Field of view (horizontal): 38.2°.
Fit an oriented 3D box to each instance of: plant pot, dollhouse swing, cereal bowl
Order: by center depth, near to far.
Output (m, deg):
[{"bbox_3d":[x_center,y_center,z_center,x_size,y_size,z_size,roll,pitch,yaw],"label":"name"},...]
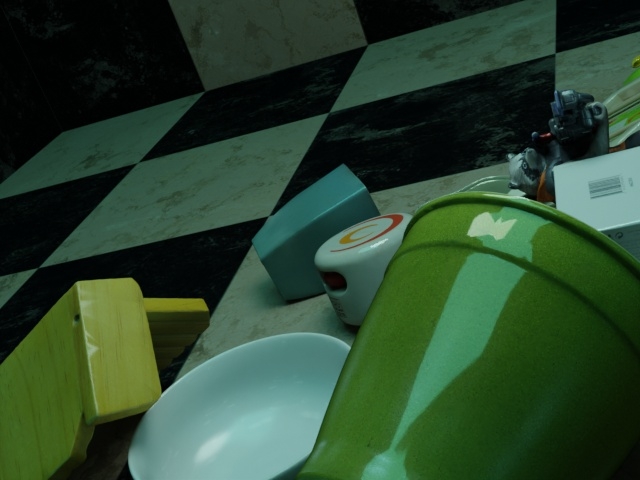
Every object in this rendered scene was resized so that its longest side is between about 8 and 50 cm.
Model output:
[{"bbox_3d":[0.159,0.198,1.011,0.366,0.366,0.353,6,46,46],"label":"plant pot"},{"bbox_3d":[-0.079,0.276,1.241,0.339,0.141,0.339,-17,23,8],"label":"cereal bowl"},{"bbox_3d":[-0.322,0.262,1.406,0.347,0.305,0.315,-43,47,26],"label":"dollhouse swing"},{"bbox_3d":[0.000,0.000,1.756,0.234,0.165,0.166,-31,24,-2],"label":"plant pot"}]

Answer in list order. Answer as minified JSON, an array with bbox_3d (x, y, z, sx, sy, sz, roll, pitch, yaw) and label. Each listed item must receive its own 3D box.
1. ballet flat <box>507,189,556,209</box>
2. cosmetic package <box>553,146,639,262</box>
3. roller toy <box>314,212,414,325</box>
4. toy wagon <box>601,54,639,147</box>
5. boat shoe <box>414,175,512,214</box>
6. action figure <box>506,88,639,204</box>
[{"bbox_3d":[0.441,-0.083,1.612,0.348,0.123,0.123,-21,24,1],"label":"ballet flat"},{"bbox_3d":[0.410,0.026,1.265,0.138,0.225,0.224,-13,24,19],"label":"cosmetic package"},{"bbox_3d":[0.096,0.053,1.568,0.209,0.146,0.191,-18,14,22],"label":"roller toy"},{"bbox_3d":[0.595,-0.252,1.770,0.267,0.068,0.344,-31,17,52],"label":"toy wagon"},{"bbox_3d":[0.289,-0.067,1.749,0.227,0.081,0.068,-15,-5,8],"label":"boat shoe"},{"bbox_3d":[0.441,-0.120,1.407,0.330,0.179,0.341,-3,-7,26],"label":"action figure"}]
